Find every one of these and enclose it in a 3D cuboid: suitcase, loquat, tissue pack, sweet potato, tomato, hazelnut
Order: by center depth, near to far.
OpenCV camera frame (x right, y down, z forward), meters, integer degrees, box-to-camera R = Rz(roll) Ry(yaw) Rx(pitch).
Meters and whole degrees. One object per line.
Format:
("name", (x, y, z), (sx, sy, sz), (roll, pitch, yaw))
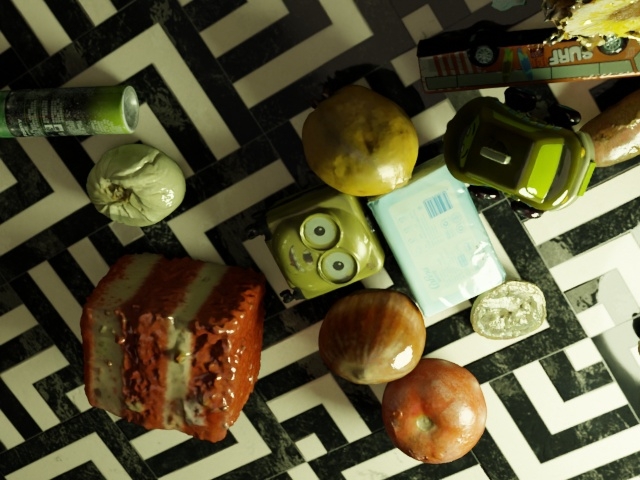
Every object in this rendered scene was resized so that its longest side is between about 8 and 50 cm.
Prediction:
("sweet potato", (0.492, -0.178, 1.817), (0.385, 0.109, 0.109), (-26, 107, 24))
("loquat", (0.068, -0.180, 1.848), (0.234, 0.187, 0.176), (40, 142, 8))
("tissue pack", (0.215, -0.010, 1.928), (0.177, 0.089, 0.263), (-26, 111, 4))
("suitcase", (0.000, 0.000, 1.955), (0.235, 0.143, 0.193), (-22, 108, 17))
("hazelnut", (0.099, 0.189, 1.987), (0.214, 0.214, 0.176), (-19, 125, 17))
("tomato", (0.224, 0.332, 2.035), (0.208, 0.184, 0.208), (4, 102, 18))

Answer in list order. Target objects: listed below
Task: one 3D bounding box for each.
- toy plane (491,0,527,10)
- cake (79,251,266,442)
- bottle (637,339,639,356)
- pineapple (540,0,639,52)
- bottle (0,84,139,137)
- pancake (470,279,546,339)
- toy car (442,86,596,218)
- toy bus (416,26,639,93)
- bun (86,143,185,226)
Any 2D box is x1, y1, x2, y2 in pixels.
("toy plane", (0.294, -0.502, 1.735), (0.096, 0.060, 0.235), (-5, 109, -2))
("cake", (-0.289, 0.201, 2.027), (0.320, 0.270, 0.269), (9, 114, 8))
("bottle", (0.692, 0.166, 1.933), (0.110, 0.097, 0.209), (30, 118, -25))
("pineapple", (0.467, -0.465, 1.556), (0.353, 0.352, 0.300), (-16, 74, 16))
("bottle", (-0.516, -0.243, 1.968), (0.330, 0.093, 0.093), (-1, 113, 10))
("pancake", (0.361, 0.135, 1.993), (0.158, 0.028, 0.158), (-3, 130, -4))
("toy car", (0.319, -0.148, 1.744), (0.248, 0.198, 0.204), (26, 107, 26))
("toy bus", (0.373, -0.322, 1.779), (0.409, 0.093, 0.092), (-3, 120, 12))
("bun", (-0.357, -0.102, 1.992), (0.188, 0.111, 0.164), (18, 118, -2))
